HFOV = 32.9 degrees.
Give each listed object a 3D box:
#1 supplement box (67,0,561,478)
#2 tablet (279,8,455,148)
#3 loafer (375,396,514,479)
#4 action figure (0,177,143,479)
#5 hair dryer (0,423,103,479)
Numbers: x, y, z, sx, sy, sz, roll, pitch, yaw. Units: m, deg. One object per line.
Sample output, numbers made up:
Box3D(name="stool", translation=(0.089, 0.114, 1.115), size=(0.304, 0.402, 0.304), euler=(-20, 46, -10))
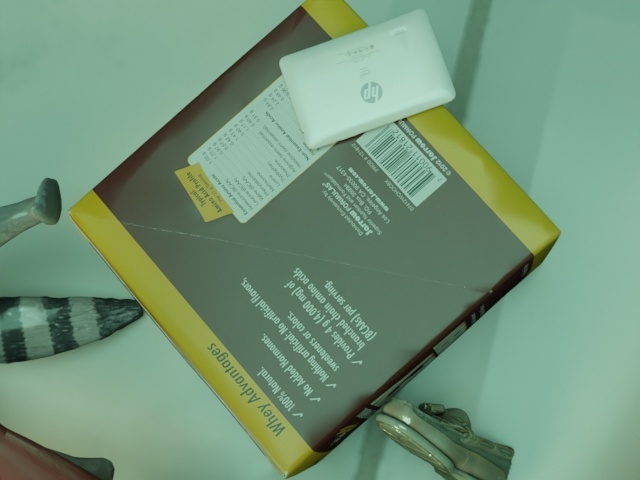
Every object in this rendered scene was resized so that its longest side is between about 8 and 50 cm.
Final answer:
Box3D(name="supplement box", translation=(0.000, 0.000, 0.636), size=(0.194, 0.129, 0.191), euler=(-41, 79, 0))
Box3D(name="tablet", translation=(0.024, -0.086, 0.576), size=(0.083, 0.006, 0.054), euler=(-19, 80, 4))
Box3D(name="loafer", translation=(0.074, 0.114, 0.625), size=(0.045, 0.125, 0.039), euler=(20, 73, 44))
Box3D(name="action figure", translation=(-0.282, 0.122, 0.674), size=(0.330, 0.178, 0.341), euler=(-6, 111, 12))
Box3D(name="hair dryer", translation=(-0.149, 0.226, 0.586), size=(0.224, 0.080, 0.293), euler=(-1, 113, 3))
